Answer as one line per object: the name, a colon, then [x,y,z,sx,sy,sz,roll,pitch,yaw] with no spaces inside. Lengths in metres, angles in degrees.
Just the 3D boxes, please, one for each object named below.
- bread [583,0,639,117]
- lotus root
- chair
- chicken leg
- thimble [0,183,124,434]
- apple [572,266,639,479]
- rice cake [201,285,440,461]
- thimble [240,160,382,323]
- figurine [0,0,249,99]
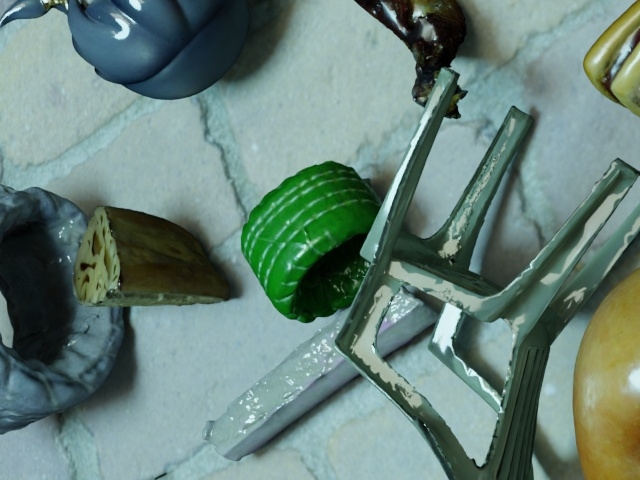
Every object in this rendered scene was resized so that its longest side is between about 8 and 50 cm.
bread: [0.284,-0.154,0.912,0.200,0.116,0.077,-46,56,26]
lotus root: [-0.166,0.019,1.251,0.159,0.135,0.095,1,85,52]
chair: [0.129,0.047,0.971,0.190,0.203,0.274,32,101,24]
chicken leg: [0.072,-0.182,1.088,0.051,0.106,0.253,-56,42,29]
thimble: [-0.322,0.072,1.320,0.172,0.205,0.236,-21,74,37]
apple: [0.272,0.120,0.829,0.253,0.253,0.253,-4,84,38]
rice cake: [-0.004,0.117,1.160,0.270,0.055,0.049,-39,63,28]
thimble: [0.000,0.000,1.128,0.130,0.118,0.090,-34,59,2]
figurine: [-0.175,-0.242,1.240,0.175,0.197,0.265,-52,41,25]
